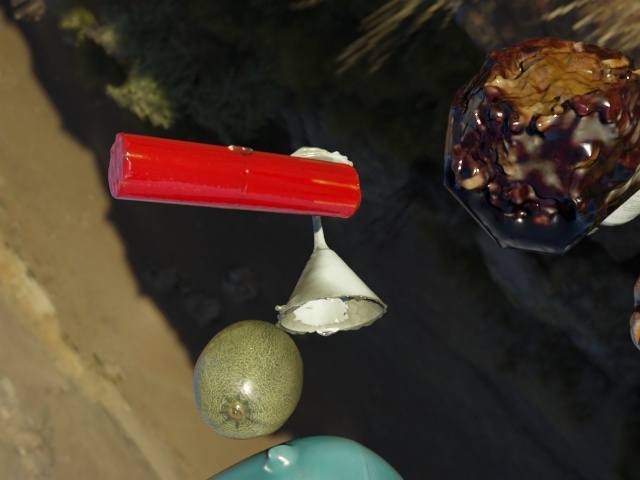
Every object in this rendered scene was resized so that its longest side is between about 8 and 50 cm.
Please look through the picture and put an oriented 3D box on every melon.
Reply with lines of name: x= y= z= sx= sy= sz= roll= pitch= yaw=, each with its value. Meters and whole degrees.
melon: x=-0.062 y=0.121 z=1.061 sx=0.098 sy=0.098 sz=0.131 roll=57 pitch=-165 yaw=-9

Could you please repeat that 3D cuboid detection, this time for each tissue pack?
tissue pack: x=-0.049 y=0.354 z=1.422 sx=0.206 sy=0.287 sz=0.198 roll=29 pitch=-138 yaw=-41

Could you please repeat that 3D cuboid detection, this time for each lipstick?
lipstick: x=-0.090 y=-0.068 z=1.328 sx=0.073 sy=0.279 sz=0.073 roll=-19 pitch=68 yaw=62

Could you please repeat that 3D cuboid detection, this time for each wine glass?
wine glass: x=0.000 y=0.000 z=1.652 sx=0.156 sy=0.156 sz=0.232 roll=100 pitch=163 yaw=-67

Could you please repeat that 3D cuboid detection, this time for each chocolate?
chocolate: x=0.236 y=-0.127 z=1.179 sx=0.206 sy=0.224 sz=0.177 roll=49 pitch=167 yaw=10

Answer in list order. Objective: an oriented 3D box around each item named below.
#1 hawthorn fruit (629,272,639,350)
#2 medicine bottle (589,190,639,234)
hawthorn fruit: x=0.622 y=0.121 z=1.958 sx=0.263 sy=0.231 sz=0.235 roll=28 pitch=-176 yaw=-37
medicine bottle: x=0.443 y=-0.114 z=1.750 sx=0.141 sy=0.141 sz=0.293 roll=52 pitch=145 yaw=8
